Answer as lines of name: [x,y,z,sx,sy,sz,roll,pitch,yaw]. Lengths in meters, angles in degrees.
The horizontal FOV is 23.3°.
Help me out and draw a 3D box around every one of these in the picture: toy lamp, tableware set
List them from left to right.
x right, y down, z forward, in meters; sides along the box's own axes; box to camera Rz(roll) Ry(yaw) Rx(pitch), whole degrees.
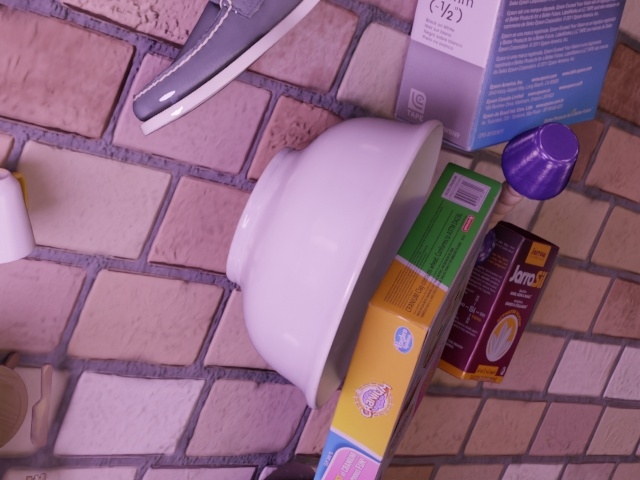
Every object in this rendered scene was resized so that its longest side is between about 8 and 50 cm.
tableware set: [-0.301,0.191,1.342,0.128,0.039,0.194,-6,112,-38]
toy lamp: [0.205,-0.049,1.690,0.080,0.080,0.275,-42,173,-27]

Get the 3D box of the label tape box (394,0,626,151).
label tape box: [0.224,-0.287,1.638,0.249,0.115,0.348,-16,123,-47]

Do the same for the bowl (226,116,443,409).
bowl: [0.000,0.000,1.480,0.298,0.134,0.298,24,90,-80]

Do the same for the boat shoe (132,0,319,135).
boat shoe: [-0.060,-0.220,1.349,0.319,0.116,0.099,-44,100,-13]

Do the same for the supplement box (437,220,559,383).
supplement box: [0.203,0.072,1.888,0.104,0.080,0.188,12,103,-55]

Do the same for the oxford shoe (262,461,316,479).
oxford shoe: [-0.074,0.342,1.741,0.212,0.076,0.076,-57,176,-13]

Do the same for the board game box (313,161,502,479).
board game box: [0.089,0.109,1.643,0.242,0.064,0.317,-57,167,-45]

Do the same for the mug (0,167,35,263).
mug: [-0.262,-0.025,1.235,0.062,0.078,0.064,-8,115,-13]
